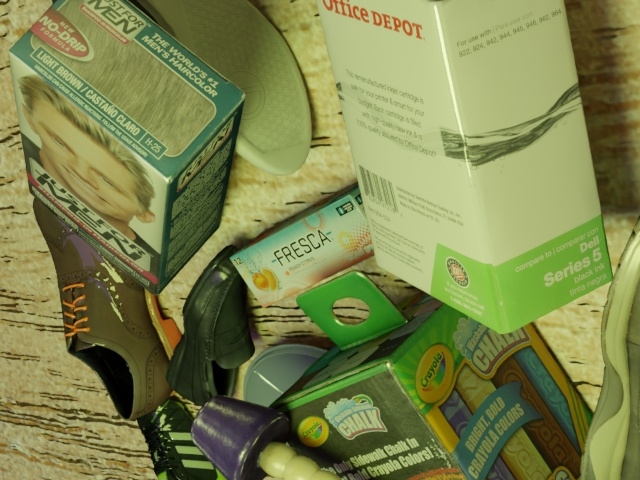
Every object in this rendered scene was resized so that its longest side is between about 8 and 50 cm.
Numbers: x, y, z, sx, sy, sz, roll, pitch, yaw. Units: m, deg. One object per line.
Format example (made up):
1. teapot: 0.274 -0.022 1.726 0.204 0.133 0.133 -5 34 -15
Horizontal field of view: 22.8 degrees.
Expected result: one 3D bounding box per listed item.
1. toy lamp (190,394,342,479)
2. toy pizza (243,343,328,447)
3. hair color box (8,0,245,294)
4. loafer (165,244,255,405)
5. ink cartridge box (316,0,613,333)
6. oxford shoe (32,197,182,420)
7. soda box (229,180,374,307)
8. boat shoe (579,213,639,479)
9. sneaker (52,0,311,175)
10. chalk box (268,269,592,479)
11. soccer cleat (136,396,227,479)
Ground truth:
1. toy lamp: 0.009 0.215 1.339 0.275 0.080 0.080 29 132 25
2. toy pizza: 0.012 0.182 1.598 0.201 0.032 0.201 19 132 23
3. hair color box: -0.175 -0.082 1.416 0.174 0.105 0.347 38 162 6
4. loafer: -0.099 0.091 1.605 0.078 0.076 0.223 31 138 12
5. ink cartridge box: 0.108 -0.093 1.236 0.198 0.115 0.272 30 139 57
6. oxford shoe: -0.233 0.062 1.668 0.097 0.098 0.271 -20 105 44
7. soda box: 0.000 0.000 1.473 0.183 0.058 0.063 -26 99 44
8. boat shoe: 0.296 0.086 1.264 0.130 0.132 0.355 15 134 17
9. sneaker: -0.129 -0.173 1.445 0.295 0.104 0.147 51 151 -10
10. chalk box: 0.093 0.148 1.413 0.180 0.179 0.289 -26 98 46
11. soccer cleat: -0.161 0.236 1.745 0.179 0.072 0.060 53 136 -3
